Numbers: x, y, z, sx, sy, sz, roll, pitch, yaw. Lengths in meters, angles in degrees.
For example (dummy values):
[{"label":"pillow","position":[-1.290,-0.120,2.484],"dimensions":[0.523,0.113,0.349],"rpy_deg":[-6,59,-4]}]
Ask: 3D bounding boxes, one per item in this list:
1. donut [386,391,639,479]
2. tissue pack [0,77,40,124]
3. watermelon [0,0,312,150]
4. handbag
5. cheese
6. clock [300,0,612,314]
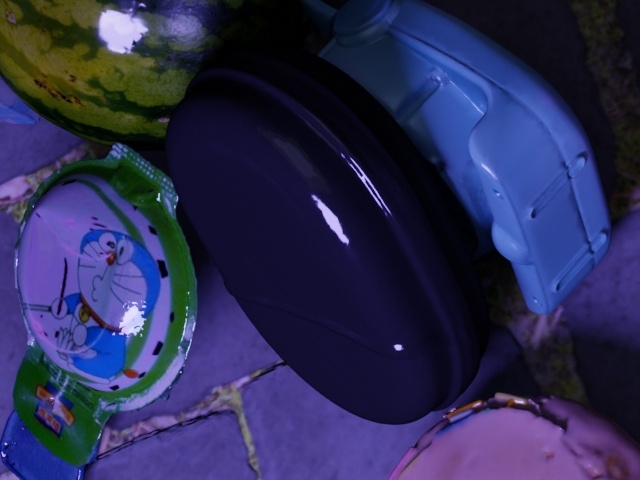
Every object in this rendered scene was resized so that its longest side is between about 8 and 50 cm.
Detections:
[{"label":"donut","position":[0.136,0.216,1.324],"dimensions":[0.233,0.085,0.199],"rpy_deg":[-48,63,6]},{"label":"tissue pack","position":[-0.343,-0.208,1.582],"dimensions":[0.145,0.229,0.159],"rpy_deg":[2,78,27]},{"label":"watermelon","position":[-0.138,-0.212,1.460],"dimensions":[0.285,0.285,0.285],"rpy_deg":[-7,73,23]},{"label":"handbag","position":[-0.001,0.001,1.341],"dimensions":[0.093,0.308,0.254],"rpy_deg":[-40,29,-25]},{"label":"cheese","position":[-0.186,0.074,1.476],"dimensions":[0.204,0.083,0.320],"rpy_deg":[37,117,28]},{"label":"clock","position":[0.082,-0.077,1.355],"dimensions":[0.274,0.223,0.094],"rpy_deg":[35,74,34]}]
